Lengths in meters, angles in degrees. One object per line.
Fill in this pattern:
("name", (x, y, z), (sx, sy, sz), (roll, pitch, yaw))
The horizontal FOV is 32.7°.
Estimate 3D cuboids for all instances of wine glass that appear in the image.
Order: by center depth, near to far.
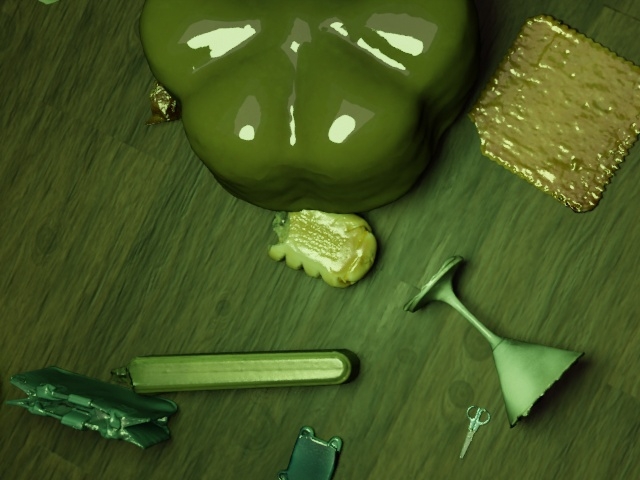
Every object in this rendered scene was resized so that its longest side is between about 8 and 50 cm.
("wine glass", (0.242, 0.136, 1.559), (0.232, 0.156, 0.156), (44, 96, 13))

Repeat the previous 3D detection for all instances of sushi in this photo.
("sushi", (-0.239, -0.234, 1.716), (0.055, 0.052, 0.120), (15, 90, 12))

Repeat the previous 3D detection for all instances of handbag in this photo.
("handbag", (-0.344, 0.255, 1.653), (0.229, 0.179, 0.062), (15, 90, 10))

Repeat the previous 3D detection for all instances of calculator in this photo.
("calculator", (-0.017, 0.358, 1.662), (0.094, 0.019, 0.141), (18, 93, 12))

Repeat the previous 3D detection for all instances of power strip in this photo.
("power strip", (-0.137, 0.202, 1.656), (0.387, 0.092, 0.066), (-3, 84, 12))

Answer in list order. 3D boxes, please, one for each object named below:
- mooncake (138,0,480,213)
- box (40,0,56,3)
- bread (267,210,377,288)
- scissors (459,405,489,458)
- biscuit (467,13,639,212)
("mooncake", (-0.010, -0.272, 1.538), (0.467, 0.262, 0.467), (-2, 77, 9))
("box", (-0.464, -0.467, 1.756), (0.040, 0.084, 0.154), (-15, 84, 10))
("bread", (0.000, 0.000, 1.638), (0.177, 0.084, 0.119), (28, 85, 13))
("scissors", (0.224, 0.287, 1.621), (0.036, 0.006, 0.083), (21, 92, 10))
("biscuit", (0.356, -0.191, 1.613), (0.237, 0.013, 0.232), (33, 94, 12))
